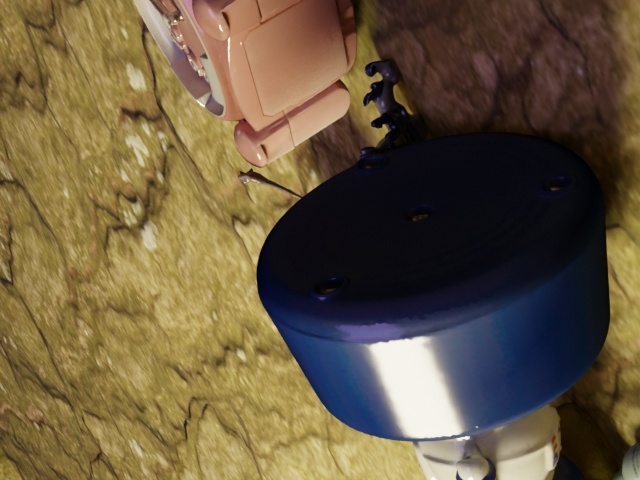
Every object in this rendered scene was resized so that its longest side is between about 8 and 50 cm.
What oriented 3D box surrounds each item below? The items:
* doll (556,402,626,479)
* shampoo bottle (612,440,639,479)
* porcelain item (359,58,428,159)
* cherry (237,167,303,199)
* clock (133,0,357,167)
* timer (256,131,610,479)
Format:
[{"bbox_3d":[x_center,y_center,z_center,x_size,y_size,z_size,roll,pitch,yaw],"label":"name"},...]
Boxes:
[{"bbox_3d":[0.268,0.244,1.184,0.137,0.097,0.209,-42,65,28],"label":"doll"},{"bbox_3d":[0.287,0.180,1.074,0.056,0.056,0.195,53,139,3],"label":"shampoo bottle"},{"bbox_3d":[0.061,-0.084,1.137,0.021,0.075,0.136,-13,109,59],"label":"porcelain item"},{"bbox_3d":[0.001,-0.003,1.240,0.188,0.148,0.115,25,113,-3],"label":"cherry"},{"bbox_3d":[-0.084,-0.223,1.150,0.241,0.142,0.227,47,164,32],"label":"clock"},{"bbox_3d":[0.130,0.133,1.076,0.270,0.270,0.383,14,133,47],"label":"timer"}]
